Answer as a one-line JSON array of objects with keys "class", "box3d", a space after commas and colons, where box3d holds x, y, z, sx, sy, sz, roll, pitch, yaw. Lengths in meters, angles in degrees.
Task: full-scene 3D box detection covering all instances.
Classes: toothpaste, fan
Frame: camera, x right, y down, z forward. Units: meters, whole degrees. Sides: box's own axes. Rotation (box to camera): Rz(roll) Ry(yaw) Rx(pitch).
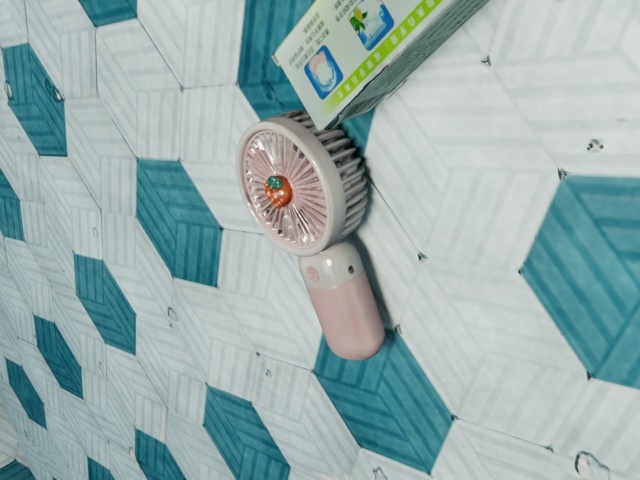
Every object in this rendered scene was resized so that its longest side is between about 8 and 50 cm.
[{"class": "toothpaste", "box3d": [0.080, -0.188, 0.538, 0.081, 0.067, 0.336, 59, 143, 5]}, {"class": "fan", "box3d": [0.000, 0.000, 0.749, 0.130, 0.074, 0.244, -5, 109, 51]}]
